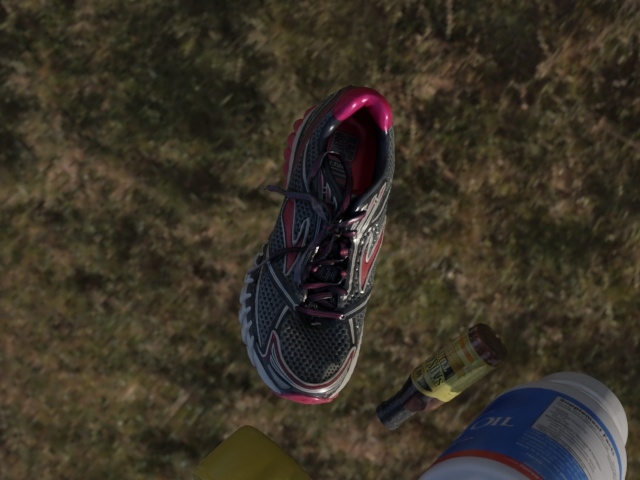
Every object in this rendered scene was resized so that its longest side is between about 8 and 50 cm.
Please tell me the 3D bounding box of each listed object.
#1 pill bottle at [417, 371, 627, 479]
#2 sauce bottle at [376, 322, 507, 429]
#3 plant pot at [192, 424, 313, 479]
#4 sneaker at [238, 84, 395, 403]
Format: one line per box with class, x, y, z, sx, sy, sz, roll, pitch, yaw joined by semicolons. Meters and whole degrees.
pill bottle;0.160;0.181;0.961;0.124;0.221;0.124;8;108;26
sauce bottle;0.101;0.120;1.086;0.042;0.042;0.128;46;114;-7
plant pot;-0.088;0.371;1.371;0.254;0.239;0.254;45;163;18
sneaker;0.000;0.000;1.160;0.121;0.299;0.112;10;169;-14
